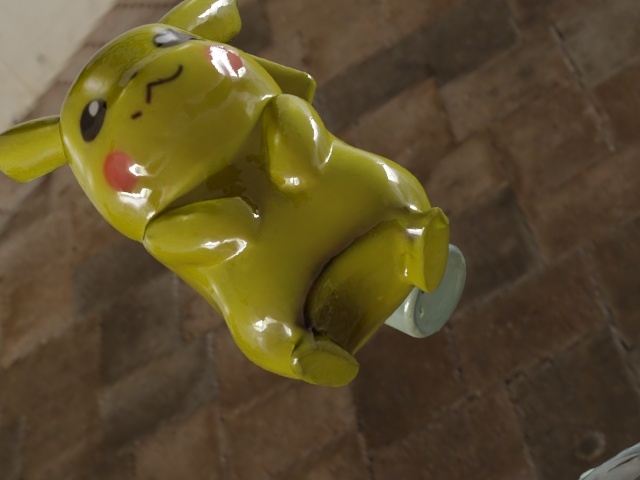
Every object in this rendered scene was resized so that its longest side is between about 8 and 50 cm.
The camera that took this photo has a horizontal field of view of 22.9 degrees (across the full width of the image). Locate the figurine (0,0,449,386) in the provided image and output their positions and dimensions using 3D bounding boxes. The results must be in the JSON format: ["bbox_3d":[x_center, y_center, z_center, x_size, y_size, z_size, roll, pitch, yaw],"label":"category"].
[{"bbox_3d":[-0.059,-0.050,1.089,0.327,0.169,0.218,43,77,15],"label":"figurine"}]

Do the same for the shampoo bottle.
[{"bbox_3d":[0.000,0.000,1.385,0.262,0.085,0.085,24,67,33],"label":"shampoo bottle"}]

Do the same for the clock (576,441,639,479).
[{"bbox_3d":[0.244,0.254,0.834,0.325,0.325,0.067,-55,5,-22],"label":"clock"}]
